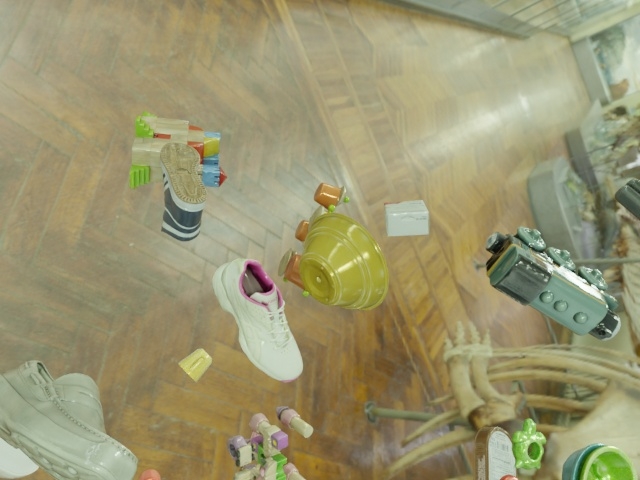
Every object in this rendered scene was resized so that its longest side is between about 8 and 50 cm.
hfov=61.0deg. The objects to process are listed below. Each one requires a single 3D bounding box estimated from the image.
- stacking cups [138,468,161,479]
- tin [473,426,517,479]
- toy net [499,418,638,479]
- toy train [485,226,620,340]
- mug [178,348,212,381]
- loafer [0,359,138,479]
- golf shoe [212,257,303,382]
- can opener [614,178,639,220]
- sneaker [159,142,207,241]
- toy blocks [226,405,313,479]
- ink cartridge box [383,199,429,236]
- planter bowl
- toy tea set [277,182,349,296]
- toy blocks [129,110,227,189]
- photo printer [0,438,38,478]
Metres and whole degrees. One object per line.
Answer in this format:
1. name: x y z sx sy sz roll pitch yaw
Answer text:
1. stacking cups: -0.458 0.725 1.451 0.095 0.316 0.096 -3 99 -22
2. tin: 0.362 0.482 1.121 0.106 0.040 0.190 24 57 -25
3. toy net: 0.196 0.281 0.459 0.122 0.045 0.232 25 73 -20
4. toy train: 0.523 0.102 1.233 0.333 0.142 0.190 32 30 -3
5. mug: -0.291 0.296 1.295 0.064 0.078 0.062 -43 124 -18
6. loafer: -0.320 0.214 0.669 0.111 0.319 0.112 -48 131 -35
7. golf shoe: -0.123 0.175 1.195 0.115 0.140 0.306 -34 92 -40
8. can opener: 0.795 -0.015 1.252 0.076 0.095 0.283 -31 68 -26
9. sneaker: -0.348 -0.118 1.343 0.099 0.153 0.282 1 38 -24
10. toy blocks: -0.219 0.739 1.883 0.308 0.260 0.289 -7 105 -39
11. ink cartridge box: 0.261 -0.070 1.673 0.175 0.127 0.073 -72 158 -73
12. planter bowl: 0.023 0.061 1.077 0.090 0.217 0.217 -30 100 -39
13. toy tea set: 0.000 0.000 1.561 0.124 0.336 0.200 25 8 -15
14. toy blocks: -0.414 -0.269 1.627 0.381 0.260 0.191 -111 -153 -58
15. photo printer: -0.763 0.413 1.175 0.307 0.255 0.107 50 46 -33
